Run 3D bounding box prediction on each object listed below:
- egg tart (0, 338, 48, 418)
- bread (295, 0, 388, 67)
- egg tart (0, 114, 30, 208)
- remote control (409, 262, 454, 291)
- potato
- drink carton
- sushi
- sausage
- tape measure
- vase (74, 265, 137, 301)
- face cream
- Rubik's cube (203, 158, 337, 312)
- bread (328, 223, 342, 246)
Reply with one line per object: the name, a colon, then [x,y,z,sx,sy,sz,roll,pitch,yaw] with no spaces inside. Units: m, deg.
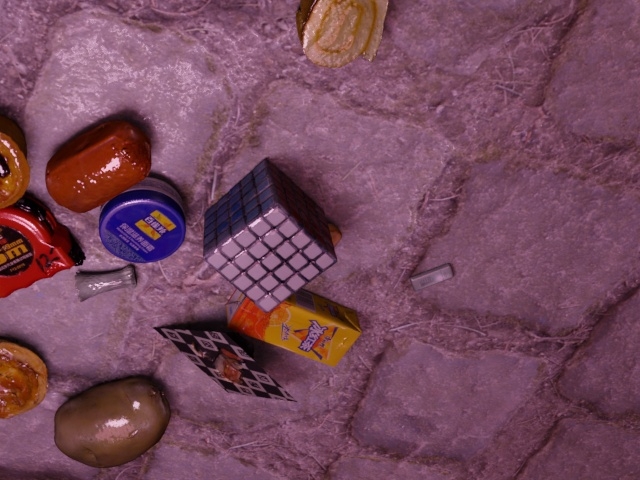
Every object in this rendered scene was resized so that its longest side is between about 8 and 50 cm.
egg tart: [-0.883,0.366,1.981,0.290,0.115,0.290,-5,125,-6]
bread: [0.050,-0.502,1.572,0.186,0.124,0.257,8,120,-22]
egg tart: [-0.746,-0.182,1.614,0.215,0.171,0.215,-4,122,-7]
remote control: [0.317,0.105,2.065,0.125,0.018,0.053,-22,122,5]
potato: [-0.586,0.520,2.064,0.327,0.221,0.243,-14,122,-6]
drink carton: [-0.075,0.220,2.022,0.351,0.111,0.154,24,117,-24]
sushi: [-0.249,0.319,2.026,0.320,0.068,0.339,-5,136,45]
sausage: [-0.511,-0.168,1.672,0.268,0.153,0.141,-28,128,10]
tape measure: [-0.747,0.001,1.769,0.253,0.114,0.260,-24,120,7]
vase: [-0.554,0.108,1.892,0.149,0.081,0.081,-11,124,-7]
face cream: [-0.434,-0.053,1.775,0.206,0.111,0.206,-7,134,-8]
Rubik's cube: [-0.130,-0.010,1.787,0.237,0.237,0.238,-39,120,14]
bread: [0.000,0.000,1.922,0.082,0.056,0.115,11,126,-41]
